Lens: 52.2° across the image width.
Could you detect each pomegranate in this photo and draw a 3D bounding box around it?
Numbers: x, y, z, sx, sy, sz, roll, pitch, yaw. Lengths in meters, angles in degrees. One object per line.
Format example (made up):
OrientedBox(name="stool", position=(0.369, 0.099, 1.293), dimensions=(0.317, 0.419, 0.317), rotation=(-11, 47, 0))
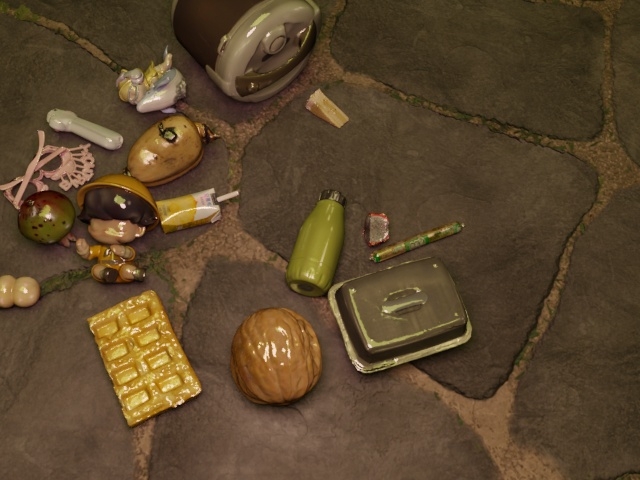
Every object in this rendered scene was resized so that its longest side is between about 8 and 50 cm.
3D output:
OrientedBox(name="pomegranate", position=(-0.619, -0.052, 1.509), dimensions=(0.129, 0.159, 0.130), rotation=(-2, 83, 15))

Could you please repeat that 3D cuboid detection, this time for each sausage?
OrientedBox(name="sausage", position=(0.240, 0.002, 1.627), dimensions=(0.269, 0.033, 0.033), rotation=(-20, 67, -14))

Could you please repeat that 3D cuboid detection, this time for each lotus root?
OrientedBox(name="lotus root", position=(-0.382, -0.228, 1.625), dimensions=(0.256, 0.154, 0.140), rotation=(-36, 77, -16))

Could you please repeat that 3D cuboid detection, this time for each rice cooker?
OrientedBox(name="rice cooker", position=(-0.184, -0.549, 1.705), dimensions=(0.335, 0.335, 0.325), rotation=(-37, 71, -20))

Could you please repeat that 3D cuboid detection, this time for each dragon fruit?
OrientedBox(name="dragon fruit", position=(0.139, -0.028, 1.622), dimensions=(0.056, 0.060, 0.083), rotation=(-3, 90, -13))

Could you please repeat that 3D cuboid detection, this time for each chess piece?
OrientedBox(name="chess piece", position=(-0.723, 0.118, 1.471), dimensions=(0.170, 0.094, 0.094), rotation=(5, 63, -11))

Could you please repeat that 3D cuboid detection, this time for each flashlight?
OrientedBox(name="flashlight", position=(-0.606, -0.283, 1.685), dimensions=(0.200, 0.048, 0.093), rotation=(22, 25, 1))

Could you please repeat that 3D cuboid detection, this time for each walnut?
OrientedBox(name="walnut", position=(-0.098, 0.244, 1.390), dimensions=(0.213, 0.213, 0.213), rotation=(2, 64, -4))

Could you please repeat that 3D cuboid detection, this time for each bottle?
OrientedBox(name="bottle", position=(0.000, 0.000, 1.565), dimensions=(0.112, 0.112, 0.260), rotation=(16, 64, 3))

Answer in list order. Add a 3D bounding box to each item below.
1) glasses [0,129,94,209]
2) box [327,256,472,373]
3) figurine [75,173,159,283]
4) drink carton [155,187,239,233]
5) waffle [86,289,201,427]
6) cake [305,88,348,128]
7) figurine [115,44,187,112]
OrientedBox(name="glasses", position=(-0.666, -0.162, 1.606), dimensions=(0.162, 0.095, 0.256), rotation=(30, 67, 1))
OrientedBox(name="box", position=(0.179, 0.166, 1.467), dimensions=(0.290, 0.166, 0.221), rotation=(-16, 67, -11))
OrientedBox(name="figurine", position=(-0.475, -0.027, 1.518), dimensions=(0.192, 0.167, 0.257), rotation=(5, 87, -6))
OrientedBox(name="drink carton", position=(-0.296, -0.080, 1.602), dimensions=(0.199, 0.074, 0.084), rotation=(-14, 66, -12))
OrientedBox(name="waffle", position=(-0.388, 0.258, 1.438), dimensions=(0.167, 0.057, 0.274), rotation=(-25, 68, -16))
OrientedBox(name="cake", position=(0.020, -0.355, 1.776), dimensions=(0.121, 0.065, 0.052), rotation=(35, 69, 5))
OrientedBox(name="figurine", position=(-0.442, -0.418, 1.735), dimensions=(0.183, 0.128, 0.209), rotation=(11, 55, 4))
